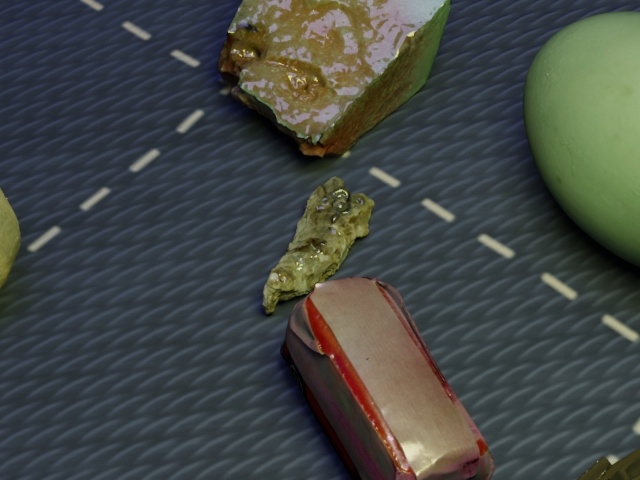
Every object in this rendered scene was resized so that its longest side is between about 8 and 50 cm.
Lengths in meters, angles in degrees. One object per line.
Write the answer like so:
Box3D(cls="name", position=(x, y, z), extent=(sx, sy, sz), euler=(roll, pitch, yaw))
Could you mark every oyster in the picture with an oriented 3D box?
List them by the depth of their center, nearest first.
Box3D(cls="oyster", position=(0.000, 0.001, 2.064), extent=(0.106, 0.061, 0.200), euler=(7, 52, 7))

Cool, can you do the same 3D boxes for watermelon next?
Box3D(cls="watermelon", position=(0.001, -0.255, 2.232), extent=(0.264, 0.151, 0.302), euler=(33, 77, 21))

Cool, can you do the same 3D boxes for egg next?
Box3D(cls="egg", position=(0.400, -0.109, 1.998), extent=(0.276, 0.276, 0.389), euler=(-34, 60, -22))

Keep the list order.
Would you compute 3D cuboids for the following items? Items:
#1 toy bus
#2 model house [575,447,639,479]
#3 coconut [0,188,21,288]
Box3D(cls="toy bus", position=(0.067, 0.171, 1.879), extent=(0.127, 0.147, 0.303), euler=(-18, 54, -19))
Box3D(cls="model house", position=(0.305, 0.332, 1.733), extent=(0.243, 0.211, 0.204), euler=(-33, 8, 11))
Box3D(cls="coconut", position=(-0.485, -0.027, 2.000), extent=(0.237, 0.237, 0.266), euler=(-25, 59, -16))
